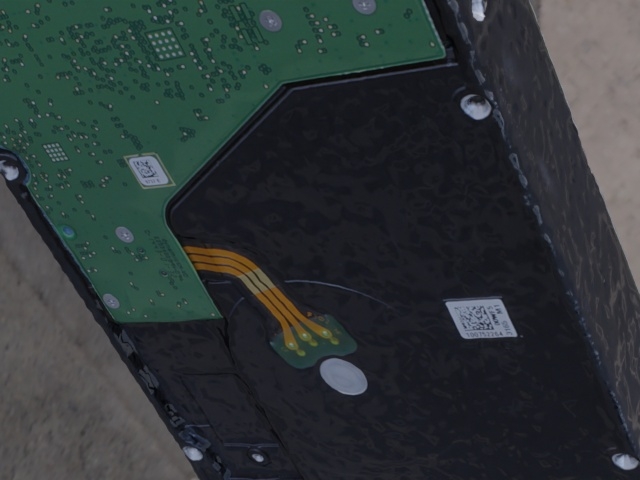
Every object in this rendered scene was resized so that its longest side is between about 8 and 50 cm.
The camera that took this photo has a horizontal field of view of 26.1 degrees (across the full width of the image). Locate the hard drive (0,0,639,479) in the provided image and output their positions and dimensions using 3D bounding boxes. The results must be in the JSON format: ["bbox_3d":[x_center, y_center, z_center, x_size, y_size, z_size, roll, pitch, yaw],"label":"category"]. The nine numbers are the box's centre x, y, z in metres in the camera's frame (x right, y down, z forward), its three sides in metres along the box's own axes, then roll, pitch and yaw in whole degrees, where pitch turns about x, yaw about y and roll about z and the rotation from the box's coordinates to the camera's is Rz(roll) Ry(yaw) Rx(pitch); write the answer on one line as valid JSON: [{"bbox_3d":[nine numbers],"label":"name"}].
[{"bbox_3d":[0.000,0.000,0.572,0.339,0.236,0.064,61,40,-31],"label":"hard drive"}]
